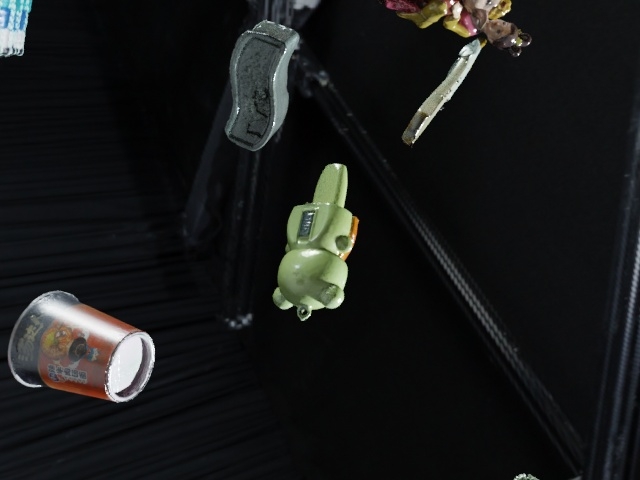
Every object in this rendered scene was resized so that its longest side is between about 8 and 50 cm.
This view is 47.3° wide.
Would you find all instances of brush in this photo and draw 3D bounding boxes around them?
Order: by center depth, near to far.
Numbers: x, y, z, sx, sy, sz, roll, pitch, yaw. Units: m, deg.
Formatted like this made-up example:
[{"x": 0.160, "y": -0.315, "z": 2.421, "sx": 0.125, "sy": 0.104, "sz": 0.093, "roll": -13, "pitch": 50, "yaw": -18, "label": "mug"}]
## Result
[{"x": 0.140, "y": -0.171, "z": 0.820, "sx": 0.020, "sy": 0.336, "sz": 0.085, "roll": 33, "pitch": -60, "yaw": 4, "label": "brush"}]

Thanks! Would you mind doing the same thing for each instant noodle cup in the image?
[{"x": -0.282, "y": 0.136, "z": 0.885, "sx": 0.136, "sy": 0.127, "sz": 0.127, "roll": 13, "pitch": -70, "yaw": 23, "label": "instant noodle cup"}]

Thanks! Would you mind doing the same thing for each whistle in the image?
[{"x": 0.000, "y": 0.000, "z": 1.229, "sx": 0.131, "sy": 0.106, "sz": 0.288, "roll": -4, "pitch": -120, "yaw": 33, "label": "whistle"}]

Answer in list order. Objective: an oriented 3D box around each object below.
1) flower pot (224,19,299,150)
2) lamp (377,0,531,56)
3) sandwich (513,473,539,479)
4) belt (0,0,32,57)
[{"x": -0.115, "y": -0.290, "z": 1.379, "sx": 0.108, "sy": 0.103, "sz": 0.229, "roll": -68, "pitch": 171, "yaw": -64, "label": "flower pot"}, {"x": 0.171, "y": -0.332, "z": 0.972, "sx": 0.253, "sy": 0.118, "sz": 0.118, "roll": 33, "pitch": -49, "yaw": 7, "label": "lamp"}, {"x": 0.266, "y": 0.496, "z": 1.101, "sx": 0.131, "sy": 0.325, "sz": 0.262, "roll": -112, "pitch": -174, "yaw": -63, "label": "sandwich"}, {"x": -0.422, "y": -0.275, "z": 0.740, "sx": 0.257, "sy": 0.207, "sz": 0.150, "roll": 15, "pitch": -78, "yaw": 6, "label": "belt"}]
